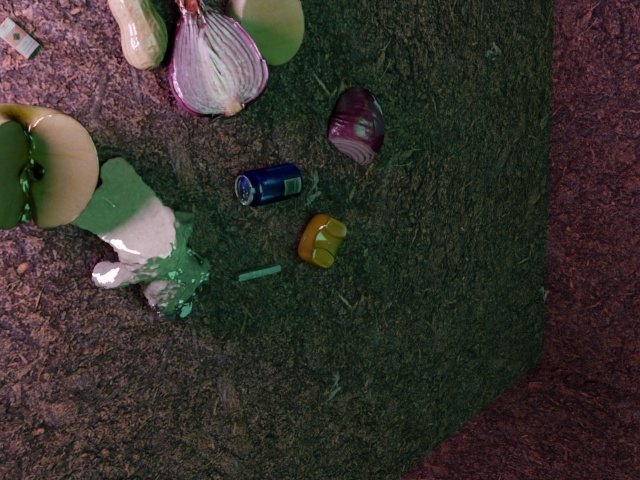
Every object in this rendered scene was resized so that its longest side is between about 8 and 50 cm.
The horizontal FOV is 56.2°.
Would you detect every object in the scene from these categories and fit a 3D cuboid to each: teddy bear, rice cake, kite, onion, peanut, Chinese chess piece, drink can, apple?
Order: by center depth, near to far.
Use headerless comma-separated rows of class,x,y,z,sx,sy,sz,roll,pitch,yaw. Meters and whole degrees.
apple,-0.667,-0.171,1.339,0.295,0.233,0.257,-16,129,-43
peanut,-0.455,-0.557,1.495,0.123,0.123,0.256,-26,115,-34
kite,-0.430,-0.447,1.623,0.078,0.002,0.044,-29,120,-34
onion,-0.303,-0.497,1.624,0.267,0.159,0.348,-23,101,-20
teddy bear,-0.481,0.024,1.656,0.327,0.375,0.362,-48,171,-21
Chinese chess piece,-0.163,-0.630,1.745,0.251,0.097,0.250,-15,113,-39
drink can,-0.159,-0.173,1.873,0.205,0.118,0.118,-15,112,-38
rice cake,-0.204,0.105,1.973,0.171,0.033,0.029,-14,108,-38
onion,0.159,-0.404,2.096,0.250,0.111,0.247,25,87,-42

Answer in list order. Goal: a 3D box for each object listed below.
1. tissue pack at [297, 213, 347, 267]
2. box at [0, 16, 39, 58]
tissue pack,0.000,0.000,2.067,0.123,0.127,0.178,28,83,-36
box,-0.694,-0.464,1.374,0.046,0.012,0.083,-57,133,-12
